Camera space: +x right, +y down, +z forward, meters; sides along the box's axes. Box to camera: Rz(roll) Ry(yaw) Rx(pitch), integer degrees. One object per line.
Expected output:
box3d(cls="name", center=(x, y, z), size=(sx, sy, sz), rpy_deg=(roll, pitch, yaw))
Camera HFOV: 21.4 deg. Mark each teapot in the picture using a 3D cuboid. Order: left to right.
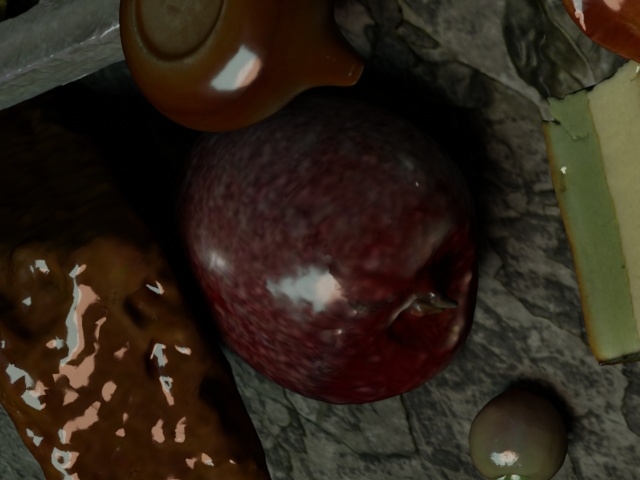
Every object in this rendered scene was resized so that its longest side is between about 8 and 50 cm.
box3d(cls="teapot", center=(-0.068, -0.171, 1.223), size=(0.252, 0.135, 0.178), rpy_deg=(37, 105, 40))

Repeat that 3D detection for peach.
box3d(cls="peach", center=(0.162, 0.162, 1.384), size=(0.083, 0.083, 0.083), rpy_deg=(24, 140, 22))

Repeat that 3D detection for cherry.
box3d(cls="cherry", center=(0.000, 0.000, 1.268), size=(0.300, 0.203, 0.230), rpy_deg=(36, 158, 37))

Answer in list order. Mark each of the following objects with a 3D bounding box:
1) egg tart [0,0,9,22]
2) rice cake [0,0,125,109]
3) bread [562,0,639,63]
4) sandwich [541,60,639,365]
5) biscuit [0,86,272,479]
box3d(cls="egg tart", center=(-0.392, -0.257, 1.423), size=(0.290, 0.115, 0.290), rpy_deg=(24, 142, 20))
box3d(cls="rice cake", center=(-0.284, -0.142, 1.417), size=(0.399, 0.070, 0.064), rpy_deg=(-16, 157, 34))
box3d(cls="bread", center=(0.209, -0.208, 0.784), size=(0.114, 0.327, 0.295), rpy_deg=(-13, 78, 45))
box3d(cls="sandwich", center=(0.277, -0.039, 1.066), size=(0.155, 0.227, 0.198), rpy_deg=(-24, 74, 52))
box3d(cls="biscuit", center=(-0.182, 0.080, 1.393), size=(0.343, 0.166, 0.395), rpy_deg=(68, 172, -25))
